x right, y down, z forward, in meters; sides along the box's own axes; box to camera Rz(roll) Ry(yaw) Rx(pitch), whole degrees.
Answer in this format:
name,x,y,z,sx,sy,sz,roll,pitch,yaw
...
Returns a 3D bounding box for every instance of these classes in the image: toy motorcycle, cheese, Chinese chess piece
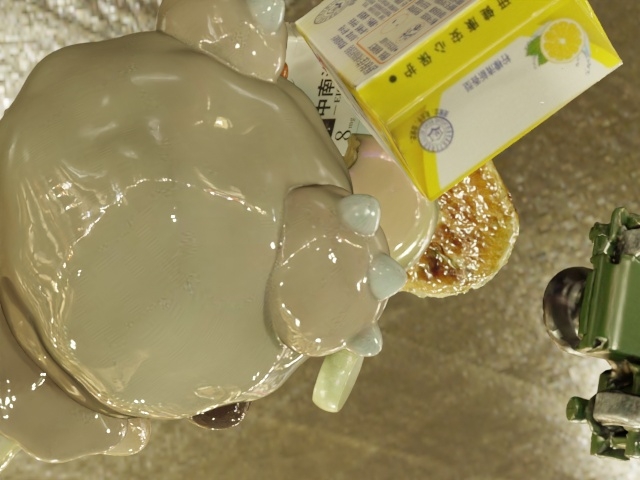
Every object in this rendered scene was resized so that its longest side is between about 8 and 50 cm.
name,x,y,z,sx,sy,sz,roll,pitch,yaw
toy motorcycle,0.308,0.093,1.024,0.275,0.205,0.127,14,168,-14
cheese,0.000,0.000,1.436,0.286,0.163,0.082,-33,176,-24
Chinese chess piece,0.019,0.150,1.463,0.034,0.084,0.084,22,144,12

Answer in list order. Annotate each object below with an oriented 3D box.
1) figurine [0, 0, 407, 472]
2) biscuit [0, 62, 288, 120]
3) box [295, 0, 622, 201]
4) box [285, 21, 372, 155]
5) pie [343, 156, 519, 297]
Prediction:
name,x,y,z,sx,sy,sz,roll,pitch,yaw
figurine,-0.133,0.022,0.762,0.381,0.248,0.203,-35,151,28
biscuit,-0.181,-0.050,1.271,0.318,0.312,0.110,-6,146,11
box,0.089,-0.148,0.969,0.168,0.265,0.097,-37,111,2
box,0.006,-0.179,1.563,0.243,0.067,0.155,-5,117,-39
pie,0.135,-0.051,1.840,0.315,0.092,0.315,14,124,22
